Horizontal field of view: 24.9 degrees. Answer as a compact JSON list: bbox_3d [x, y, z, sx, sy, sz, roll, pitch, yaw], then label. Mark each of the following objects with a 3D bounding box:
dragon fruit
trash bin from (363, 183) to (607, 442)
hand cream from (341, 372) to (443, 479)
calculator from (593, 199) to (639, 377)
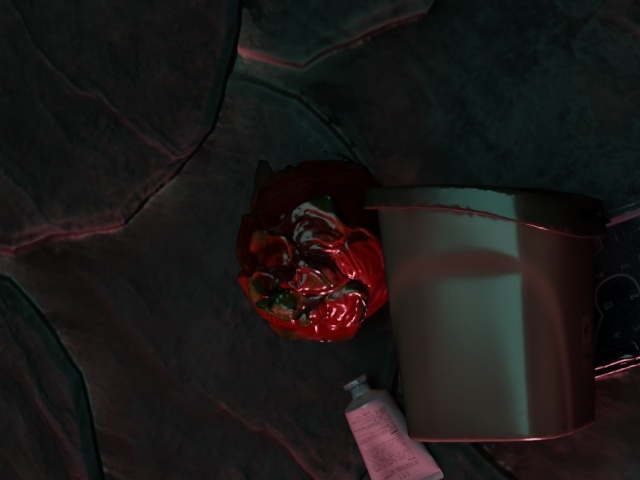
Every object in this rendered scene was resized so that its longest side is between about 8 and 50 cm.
[{"bbox_3d":[0.000,0.000,1.571,0.193,0.274,0.192,-25,114,23],"label":"dragon fruit"},{"bbox_3d":[0.171,0.067,1.446,0.219,0.220,0.250,-4,89,27],"label":"trash bin"},{"bbox_3d":[0.070,0.215,1.608,0.084,0.053,0.142,-29,89,23],"label":"hand cream"},{"bbox_3d":[0.255,0.071,1.528,0.274,0.028,0.166,-21,77,25],"label":"calculator"}]
